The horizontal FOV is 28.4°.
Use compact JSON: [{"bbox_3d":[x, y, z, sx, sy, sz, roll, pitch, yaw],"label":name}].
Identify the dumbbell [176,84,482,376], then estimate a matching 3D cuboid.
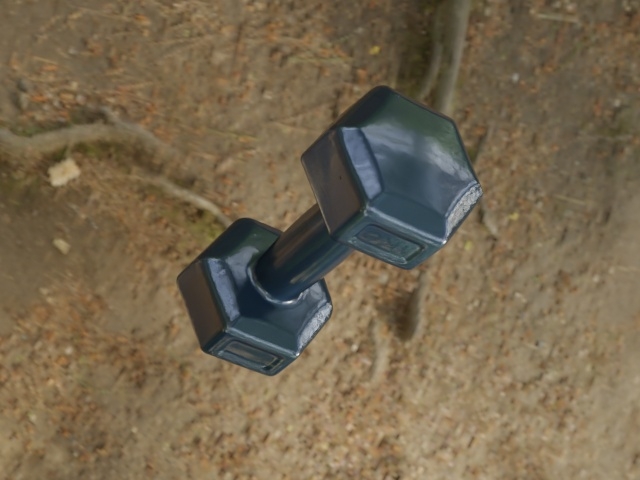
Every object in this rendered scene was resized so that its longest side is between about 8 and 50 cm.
[{"bbox_3d":[0.000,0.000,1.170,0.144,0.325,0.160,46,46,-1],"label":"dumbbell"}]
